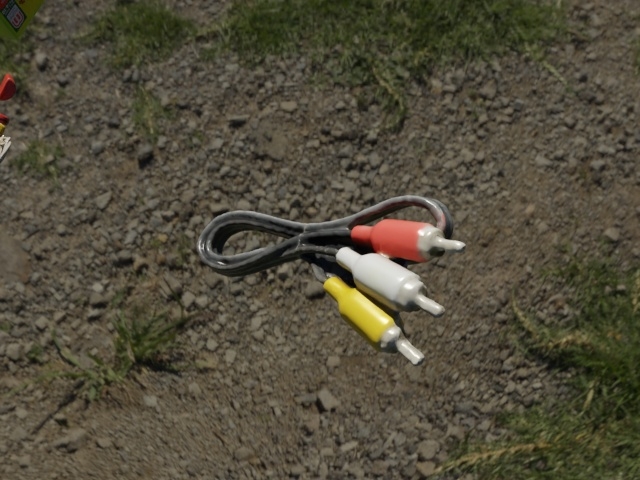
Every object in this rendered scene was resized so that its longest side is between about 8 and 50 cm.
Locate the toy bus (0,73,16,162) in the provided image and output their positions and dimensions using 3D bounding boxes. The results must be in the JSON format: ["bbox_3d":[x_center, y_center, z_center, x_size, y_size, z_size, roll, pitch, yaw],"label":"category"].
[{"bbox_3d":[-0.526,-0.157,1.047,0.104,0.202,0.191,25,42,-35],"label":"toy bus"}]

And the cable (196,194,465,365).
[{"bbox_3d":[0.000,0.000,0.650,0.287,0.072,0.140,20,83,32],"label":"cable"}]

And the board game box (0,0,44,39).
[{"bbox_3d":[-0.348,-0.257,0.699,0.181,0.043,0.092,16,69,18],"label":"board game box"}]
